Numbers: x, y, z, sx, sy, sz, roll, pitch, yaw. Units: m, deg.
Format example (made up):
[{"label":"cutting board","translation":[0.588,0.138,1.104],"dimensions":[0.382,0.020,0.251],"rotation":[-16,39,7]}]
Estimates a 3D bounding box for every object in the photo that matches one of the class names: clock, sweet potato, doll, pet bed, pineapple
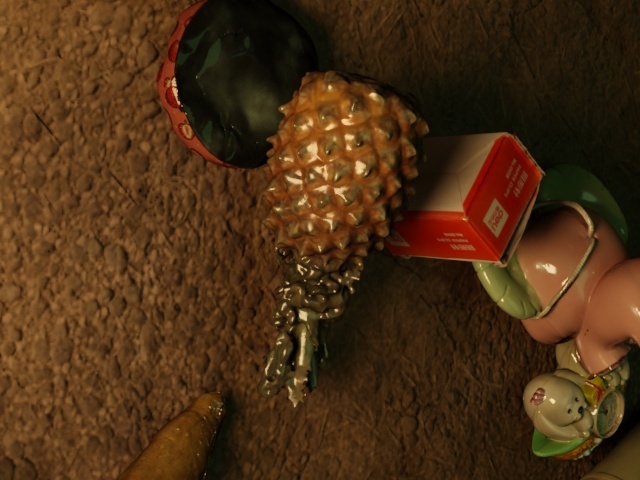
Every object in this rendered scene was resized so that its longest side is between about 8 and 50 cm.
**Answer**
[{"label":"clock","translation":[0.363,0.208,1.599],"dimensions":[0.231,0.103,0.144],"rotation":[-52,131,-24]},{"label":"sweet potato","translation":[-0.188,0.255,1.144],"dimensions":[0.286,0.085,0.112],"rotation":[-37,111,-33]},{"label":"doll","translation":[0.343,0.031,1.495],"dimensions":[0.284,0.216,0.268],"rotation":[-32,84,-37]},{"label":"pet bed","translation":[-0.086,-0.173,1.226],"dimensions":[0.201,0.053,0.201],"rotation":[-2,94,-41]},{"label":"pineapple","translation":[0.000,0.000,1.211],"dimensions":[0.175,0.175,0.361],"rotation":[9,103,-40]}]

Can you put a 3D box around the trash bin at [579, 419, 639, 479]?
[{"label":"trash bin","translation":[0.512,0.401,1.729],"dimensions":[0.247,0.121,0.243],"rotation":[-34,113,-36]}]

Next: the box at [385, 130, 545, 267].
[{"label":"box","translation":[0.158,-0.049,1.357],"dimensions":[0.099,0.182,0.133],"rotation":[44,62,-34]}]
